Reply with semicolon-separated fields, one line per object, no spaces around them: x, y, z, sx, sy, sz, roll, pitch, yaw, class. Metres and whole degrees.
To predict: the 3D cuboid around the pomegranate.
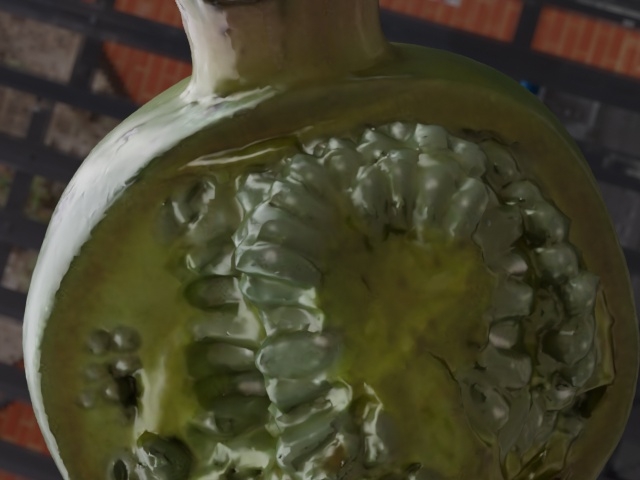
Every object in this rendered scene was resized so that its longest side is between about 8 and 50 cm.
0.000;0.000;0.692;0.260;0.261;0.340;-47;-48;-73;pomegranate
